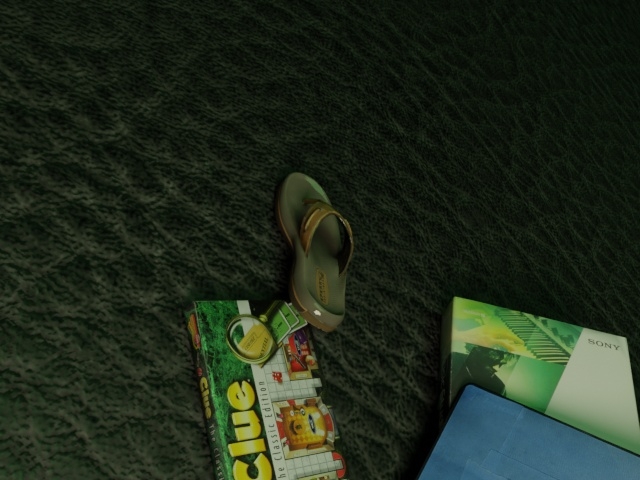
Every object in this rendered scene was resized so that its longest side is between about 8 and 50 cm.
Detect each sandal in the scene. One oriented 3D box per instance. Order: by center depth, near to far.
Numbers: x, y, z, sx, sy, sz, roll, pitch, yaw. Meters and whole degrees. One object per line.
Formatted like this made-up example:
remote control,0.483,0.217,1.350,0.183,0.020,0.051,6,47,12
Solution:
sandal,0.000,0.000,0.774,0.090,0.060,0.219,28,36,-27

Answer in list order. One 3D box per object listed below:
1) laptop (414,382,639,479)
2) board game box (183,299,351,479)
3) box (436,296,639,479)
laptop,0.211,0.286,0.516,0.236,0.382,0.408,-68,156,-3
board game box,-0.043,0.180,0.661,0.136,0.030,0.259,1,63,-37
box,0.247,0.230,0.787,0.232,0.058,0.322,13,50,-4
